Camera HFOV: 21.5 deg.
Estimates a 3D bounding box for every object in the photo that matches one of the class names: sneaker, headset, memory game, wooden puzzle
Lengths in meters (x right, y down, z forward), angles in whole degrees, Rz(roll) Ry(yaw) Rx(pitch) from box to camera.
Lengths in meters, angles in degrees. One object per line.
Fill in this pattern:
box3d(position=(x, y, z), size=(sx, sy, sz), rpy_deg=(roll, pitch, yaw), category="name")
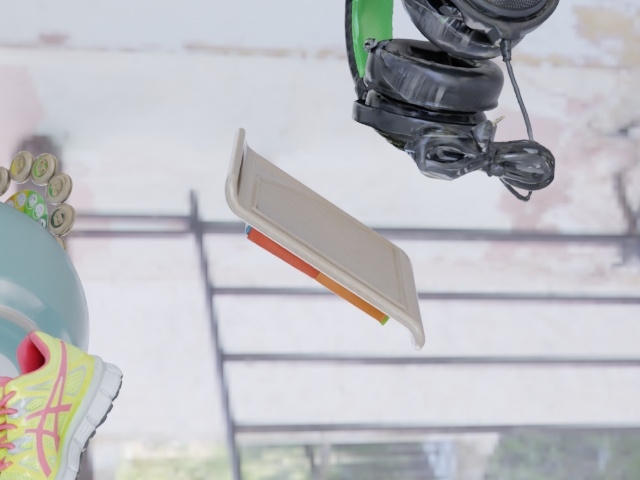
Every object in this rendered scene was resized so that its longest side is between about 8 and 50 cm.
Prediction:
box3d(position=(-0.228, 0.150, 1.275), size=(0.081, 0.094, 0.208), rpy_deg=(-38, 20, 35), category="sneaker")
box3d(position=(0.093, -0.175, 1.443), size=(0.243, 0.185, 0.394), rpy_deg=(-67, 32, 34), category="headset")
box3d(position=(-0.337, -0.012, 1.857), size=(0.186, 0.012, 0.186), rpy_deg=(-15, 64, 35), category="memory game")
box3d(position=(0.000, 0.000, 1.610), size=(0.044, 0.238, 0.221), rpy_deg=(-49, 11, 13), category="wooden puzzle")

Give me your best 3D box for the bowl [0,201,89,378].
box3d(position=(-0.357, 0.121, 1.644), size=(0.163, 0.311, 0.312), rpy_deg=(-146, 57, -64), category="bowl")
